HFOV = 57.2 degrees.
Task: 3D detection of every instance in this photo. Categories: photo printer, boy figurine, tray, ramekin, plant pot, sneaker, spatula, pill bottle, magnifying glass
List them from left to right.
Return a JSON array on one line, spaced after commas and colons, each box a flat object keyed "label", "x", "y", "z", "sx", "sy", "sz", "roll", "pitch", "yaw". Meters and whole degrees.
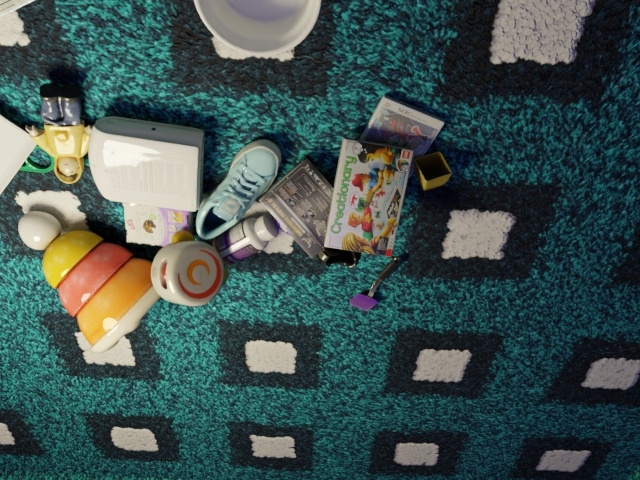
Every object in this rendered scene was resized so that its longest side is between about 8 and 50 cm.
[{"label": "tray", "x": -0.916, "y": -0.246, "z": 1.656, "sx": 0.145, "sy": 0.030, "sz": 0.270, "roll": 37, "pitch": 121, "yaw": -25}, {"label": "magnifying glass", "x": -0.871, "y": -0.225, "z": 1.707, "sx": 0.231, "sy": 0.026, "sz": 0.092, "roll": -14, "pitch": 129, "yaw": 12}, {"label": "boy figurine", "x": -0.703, "y": -0.283, "z": 1.597, "sx": 0.177, "sy": 0.092, "sz": 0.285, "roll": 0, "pitch": 130, "yaw": -18}, {"label": "photo printer", "x": -0.484, "y": -0.212, "z": 1.639, "sx": 0.308, "sy": 0.107, "sz": 0.256, "roll": 7, "pitch": 133, "yaw": -6}, {"label": "sneaker", "x": -0.234, "y": -0.125, "z": 1.679, "sx": 0.135, "sy": 0.150, "sz": 0.366, "roll": 29, "pitch": 126, "yaw": -22}, {"label": "pill bottle", "x": -0.228, "y": -0.006, "z": 1.810, "sx": 0.194, "sy": 0.108, "sz": 0.108, "roll": -26, "pitch": 125, "yaw": 23}, {"label": "ramekin", "x": -0.133, "y": -0.567, "z": 1.298, "sx": 0.278, "sy": 0.135, "sz": 0.277, "roll": 1, "pitch": 132, "yaw": 1}, {"label": "sneaker", "x": 0.001, "y": 0.000, "z": 1.779, "sx": 0.294, "sy": 0.146, "sz": 0.102, "roll": 21, "pitch": 130, "yaw": -17}, {"label": "spatula", "x": 0.191, "y": 0.147, "z": 1.975, "sx": 0.084, "sy": 0.030, "sz": 0.296, "roll": 22, "pitch": 129, "yaw": -13}, {"label": "plant pot", "x": 0.308, "y": -0.185, "z": 1.641, "sx": 0.082, "sy": 0.081, "sz": 0.083, "roll": -19, "pitch": 155, "yaw": -9}]

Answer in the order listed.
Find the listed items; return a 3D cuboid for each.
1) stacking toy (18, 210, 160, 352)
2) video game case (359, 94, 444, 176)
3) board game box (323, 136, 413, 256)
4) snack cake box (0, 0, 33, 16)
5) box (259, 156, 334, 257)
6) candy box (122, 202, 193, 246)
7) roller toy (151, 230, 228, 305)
[{"label": "stacking toy", "x": -0.733, "y": 0.082, "z": 1.834, "sx": 0.480, "sy": 0.350, "sz": 0.351, "roll": 45, "pitch": 121, "yaw": -11}, {"label": "video game case", "x": 0.210, "y": -0.280, "z": 1.607, "sx": 0.184, "sy": 0.023, "sz": 0.201, "roll": 19, "pitch": 129, "yaw": -13}, {"label": "board game box", "x": 0.129, "y": -0.117, "z": 1.619, "sx": 0.193, "sy": 0.053, "sz": 0.305, "roll": 8, "pitch": 104, "yaw": -5}, {"label": "snack cake box", "x": -0.785, "y": -0.585, "z": 1.343, "sx": 0.265, "sy": 0.089, "sz": 0.152, "roll": -16, "pitch": 130, "yaw": 16}, {"label": "box", "x": -0.032, "y": -0.093, "z": 1.676, "sx": 0.183, "sy": 0.056, "sz": 0.231, "roll": -41, "pitch": 101, "yaw": 7}, {"label": "candy box", "x": -0.493, "y": -0.064, "z": 1.797, "sx": 0.196, "sy": 0.070, "sz": 0.164, "roll": 7, "pitch": 131, "yaw": -4}, {"label": "roller toy", "x": -0.400, "y": 0.095, "z": 1.753, "sx": 0.146, "sy": 0.191, "sz": 0.209, "roll": 1, "pitch": 134, "yaw": 49}]
